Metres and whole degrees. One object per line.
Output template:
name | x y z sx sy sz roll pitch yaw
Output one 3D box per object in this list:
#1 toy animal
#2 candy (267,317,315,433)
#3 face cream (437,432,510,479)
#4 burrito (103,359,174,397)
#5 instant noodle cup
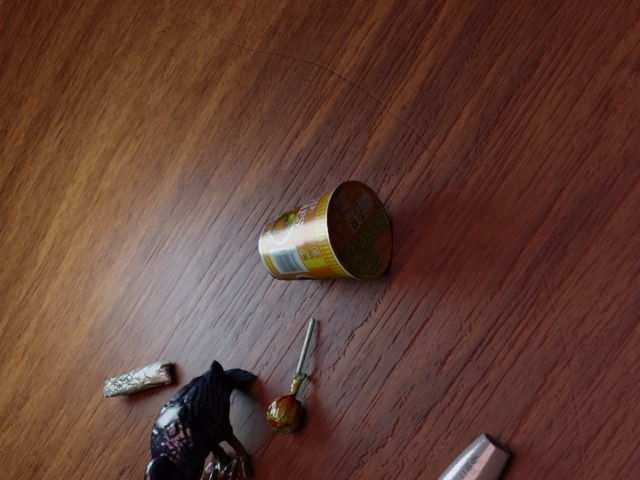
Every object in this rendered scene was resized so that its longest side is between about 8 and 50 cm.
toy animal | -0.201 0.332 1.327 0.122 0.185 0.298 -12 49 39
candy | -0.040 0.226 1.330 0.060 0.060 0.201 4 69 38
face cream | 0.193 0.353 1.100 0.072 0.051 0.182 40 99 38
burrito | -0.359 0.275 1.558 0.171 0.042 0.051 -21 53 29
instant noodle cup | 0.000 0.000 1.315 0.185 0.168 0.168 -13 67 43
